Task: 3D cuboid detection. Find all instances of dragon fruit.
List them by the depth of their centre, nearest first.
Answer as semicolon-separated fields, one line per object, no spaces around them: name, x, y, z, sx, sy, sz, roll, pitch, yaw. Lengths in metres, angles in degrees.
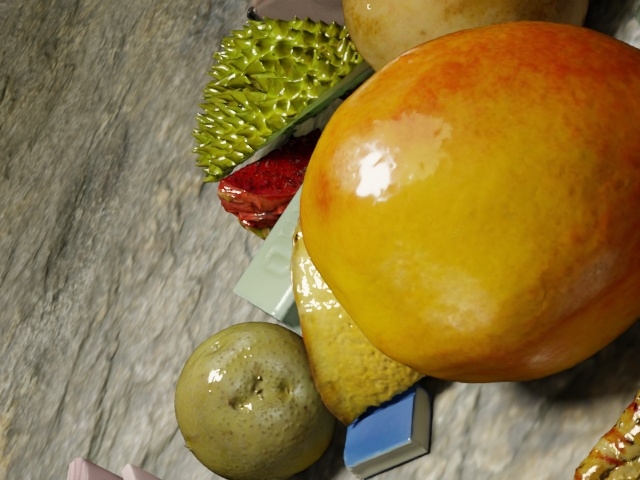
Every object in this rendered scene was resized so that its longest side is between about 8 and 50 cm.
dragon fruit;-0.040;-0.049;1.521;0.162;0.083;0.106;-36;-28;-37

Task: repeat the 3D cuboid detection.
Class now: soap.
soap;0.000;0.000;1.419;0.198;0.066;0.119;-57;31;-6

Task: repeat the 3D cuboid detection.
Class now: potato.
potato;-0.066;0.162;1.261;0.157;0.157;0.194;-63;2;-17

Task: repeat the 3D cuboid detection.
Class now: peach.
peach;0.151;-0.042;1.029;0.308;0.289;0.289;-38;32;36

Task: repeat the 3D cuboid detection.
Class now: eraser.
eraser;0.061;0.173;1.182;0.084;0.027;0.063;-31;37;36

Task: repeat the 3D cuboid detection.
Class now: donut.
donut;0.066;0.007;1.218;0.112;0.151;0.295;-13;41;37

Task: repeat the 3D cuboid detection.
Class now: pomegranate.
pomegranate;0.157;-0.265;1.300;0.270;0.229;0.252;-19;52;49

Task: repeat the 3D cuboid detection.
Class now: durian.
durian;-0.052;-0.155;1.529;0.355;0.169;0.157;153;119;-62

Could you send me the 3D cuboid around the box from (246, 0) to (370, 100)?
box;0.050;-0.337;1.588;0.153;0.188;0.252;-14;45;49

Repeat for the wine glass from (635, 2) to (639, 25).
wine glass;0.356;-0.273;1.178;0.079;0.079;0.195;2;61;56

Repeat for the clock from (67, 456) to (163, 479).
clock;-0.254;0.364;1.387;0.275;0.080;0.290;-38;32;25

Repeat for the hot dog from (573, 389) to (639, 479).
hot dog;0.249;0.150;0.889;0.253;0.069;0.131;-53;28;-1
